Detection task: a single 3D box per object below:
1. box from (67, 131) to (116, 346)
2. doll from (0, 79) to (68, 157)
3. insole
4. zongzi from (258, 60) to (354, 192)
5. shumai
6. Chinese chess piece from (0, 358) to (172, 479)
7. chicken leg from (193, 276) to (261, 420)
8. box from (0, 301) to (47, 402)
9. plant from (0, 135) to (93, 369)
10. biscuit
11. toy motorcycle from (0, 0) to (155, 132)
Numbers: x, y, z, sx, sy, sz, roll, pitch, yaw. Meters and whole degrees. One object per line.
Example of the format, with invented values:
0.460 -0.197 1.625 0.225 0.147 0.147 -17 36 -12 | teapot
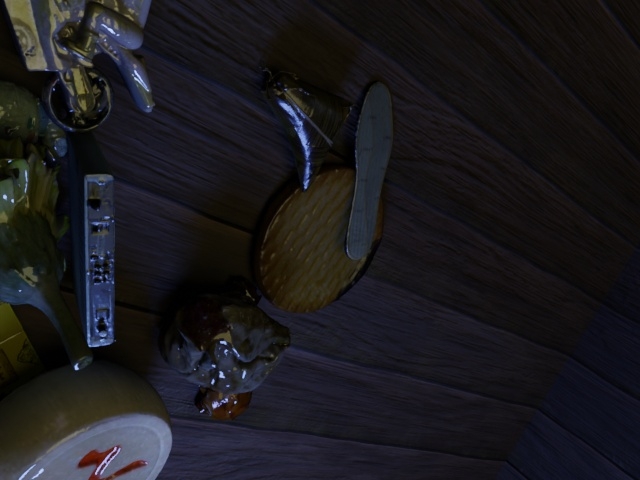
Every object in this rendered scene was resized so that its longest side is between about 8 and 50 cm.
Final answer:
-0.329 -0.006 1.099 0.045 0.211 0.270 -5 118 -24 | box
-0.428 -0.163 1.011 0.214 0.071 0.104 16 97 -51 | doll
0.095 -0.131 1.477 0.119 0.009 0.349 -4 107 -48 | insole
-0.052 -0.186 1.312 0.187 0.084 0.184 17 103 -41 | zongzi
-0.165 0.188 1.318 0.218 0.185 0.184 33 94 -13 | shumai
-0.407 0.349 1.240 0.338 0.140 0.338 -31 147 -23 | Chinese chess piece
-0.172 0.214 1.456 0.113 0.093 0.305 0 111 -26 | chicken leg
-0.514 0.216 1.191 0.153 0.041 0.279 -30 132 -23 | box
-0.388 -0.002 0.983 0.306 0.297 0.261 3 103 -64 | plant
0.000 0.000 1.500 0.317 0.040 0.318 -22 127 -32 | biscuit
-0.307 -0.316 0.997 0.222 0.108 0.341 -24 122 -21 | toy motorcycle
